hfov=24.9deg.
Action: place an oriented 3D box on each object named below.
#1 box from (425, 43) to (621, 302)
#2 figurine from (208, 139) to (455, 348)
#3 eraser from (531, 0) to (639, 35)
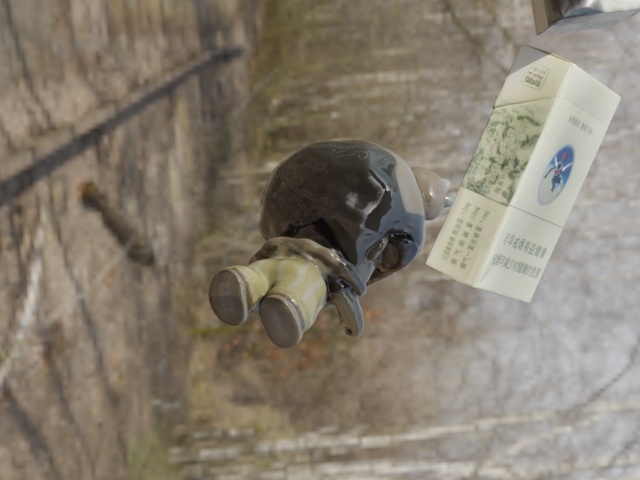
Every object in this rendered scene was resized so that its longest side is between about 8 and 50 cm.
[{"bbox_3d":[0.222,-0.067,1.577,0.164,0.069,0.256,16,99,-60],"label":"box"},{"bbox_3d":[0.000,0.001,1.822,0.380,0.248,0.203,-48,127,-51],"label":"figurine"},{"bbox_3d":[0.248,-0.423,1.511,0.096,0.098,0.403,149,-67,-78],"label":"eraser"}]
